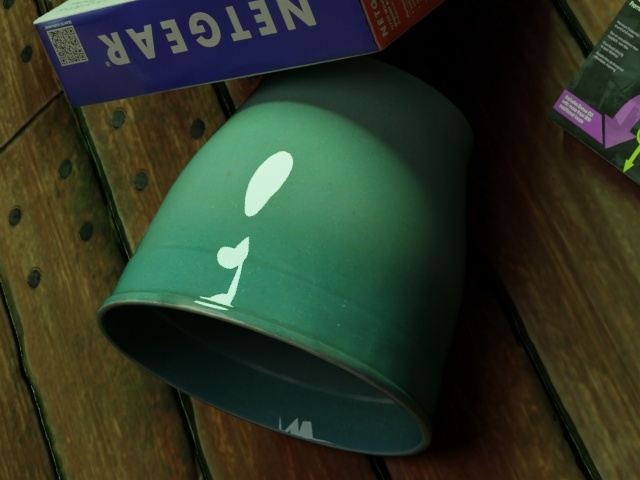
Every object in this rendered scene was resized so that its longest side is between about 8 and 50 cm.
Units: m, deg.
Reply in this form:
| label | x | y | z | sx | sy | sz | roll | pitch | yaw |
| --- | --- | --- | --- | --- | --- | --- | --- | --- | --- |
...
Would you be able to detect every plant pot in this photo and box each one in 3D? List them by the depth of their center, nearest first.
| label | x | y | z | sx | sy | sz | roll | pitch | yaw |
| --- | --- | --- | --- | --- | --- | --- | --- | --- | --- |
| plant pot | 0.000 | 0.000 | 1.325 | 0.272 | 0.272 | 0.255 | 4 | 63 | 41 |

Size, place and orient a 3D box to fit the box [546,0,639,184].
| label | x | y | z | sx | sy | sz | roll | pitch | yaw |
| --- | --- | --- | --- | --- | --- | --- | --- | --- | --- |
| box | 0.260 | -0.131 | 1.283 | 0.116 | 0.029 | 0.162 | 43 | 103 | 41 |

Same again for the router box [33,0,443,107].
| label | x | y | z | sx | sy | sz | roll | pitch | yaw |
| --- | --- | --- | --- | --- | --- | --- | --- | --- | --- |
| router box | -0.017 | -0.227 | 1.389 | 0.335 | 0.301 | 0.082 | -6 | 115 | 39 |
